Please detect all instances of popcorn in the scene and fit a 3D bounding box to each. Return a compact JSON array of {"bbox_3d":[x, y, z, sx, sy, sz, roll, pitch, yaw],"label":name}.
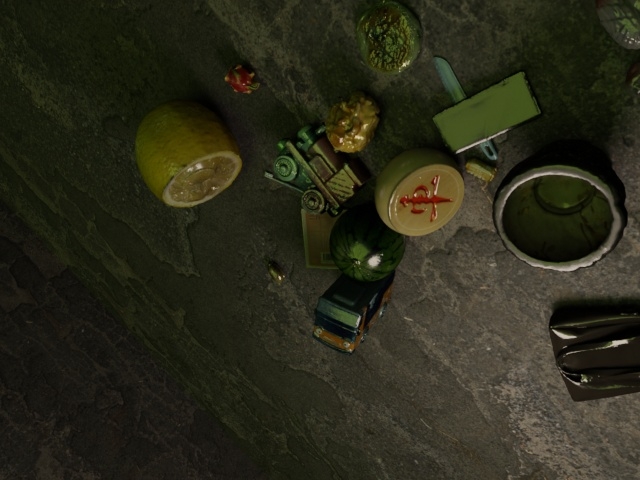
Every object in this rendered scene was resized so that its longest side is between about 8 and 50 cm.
[{"bbox_3d":[0.089,-0.334,1.315,0.170,0.180,0.180,29,143,-34],"label":"popcorn"}]

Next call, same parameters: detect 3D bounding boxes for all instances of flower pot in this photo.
[{"bbox_3d":[0.558,-0.103,1.073,0.266,0.267,0.267,18,128,25],"label":"flower pot"}]

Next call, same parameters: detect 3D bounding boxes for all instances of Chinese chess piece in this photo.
[{"bbox_3d":[0.272,-0.129,1.275,0.250,0.097,0.251,-9,127,-12],"label":"Chinese chess piece"}]

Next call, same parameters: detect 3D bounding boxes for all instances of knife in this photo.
[{"bbox_3d":[0.378,-0.344,1.213,0.044,0.019,0.313,-24,101,42],"label":"knife"}]

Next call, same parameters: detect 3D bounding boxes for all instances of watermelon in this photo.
[{"bbox_3d":[0.144,0.005,1.435,0.242,0.242,0.243,17,126,25],"label":"watermelon"}]

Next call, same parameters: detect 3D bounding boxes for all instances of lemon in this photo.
[{"bbox_3d":[-0.469,-0.316,1.599,0.363,0.364,0.365,17,126,25],"label":"lemon"}]

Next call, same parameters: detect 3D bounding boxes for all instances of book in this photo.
[{"bbox_3d":[0.023,-0.005,1.628,0.170,0.018,0.242,2,121,9],"label":"book"}]

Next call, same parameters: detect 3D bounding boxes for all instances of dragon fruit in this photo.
[{"bbox_3d":[-0.246,-0.511,1.484,0.116,0.081,0.086,40,122,7],"label":"dragon fruit"}]

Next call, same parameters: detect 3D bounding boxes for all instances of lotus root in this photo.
[{"bbox_3d":[-0.181,0.126,1.859,0.049,0.054,0.099,-32,99,21],"label":"lotus root"}]

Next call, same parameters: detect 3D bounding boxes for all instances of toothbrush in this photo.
[{"bbox_3d":[-0.107,-0.196,1.633,0.219,0.016,0.019,27,121,19],"label":"toothbrush"}]

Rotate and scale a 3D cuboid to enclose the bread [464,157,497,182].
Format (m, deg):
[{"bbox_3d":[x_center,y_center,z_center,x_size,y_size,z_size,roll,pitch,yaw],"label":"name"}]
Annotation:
[{"bbox_3d":[0.433,-0.193,1.257,0.087,0.034,0.049,31,145,20],"label":"bread"}]

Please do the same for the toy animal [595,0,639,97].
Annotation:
[{"bbox_3d":[0.640,-0.427,0.929,0.195,0.090,0.325,12,122,28],"label":"toy animal"}]

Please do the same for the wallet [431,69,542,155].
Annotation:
[{"bbox_3d":[0.417,-0.316,1.178,0.244,0.025,0.124,-23,101,33],"label":"wallet"}]

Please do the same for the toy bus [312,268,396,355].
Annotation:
[{"bbox_3d":[0.117,0.201,1.525,0.161,0.323,0.194,22,125,21],"label":"toy bus"}]

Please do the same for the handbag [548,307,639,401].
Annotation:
[{"bbox_3d":[0.794,0.317,1.291,0.256,0.113,0.286,-15,109,32],"label":"handbag"}]

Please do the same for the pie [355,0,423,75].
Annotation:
[{"bbox_3d":[0.174,-0.527,1.215,0.186,0.041,0.187,18,127,25],"label":"pie"}]

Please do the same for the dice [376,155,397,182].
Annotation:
[{"bbox_3d":[0.226,-0.185,1.362,0.094,0.091,0.093,40,132,5],"label":"dice"}]

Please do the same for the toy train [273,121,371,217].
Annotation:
[{"bbox_3d":[-0.003,-0.227,1.467,0.221,0.150,0.304,-38,92,32],"label":"toy train"}]
